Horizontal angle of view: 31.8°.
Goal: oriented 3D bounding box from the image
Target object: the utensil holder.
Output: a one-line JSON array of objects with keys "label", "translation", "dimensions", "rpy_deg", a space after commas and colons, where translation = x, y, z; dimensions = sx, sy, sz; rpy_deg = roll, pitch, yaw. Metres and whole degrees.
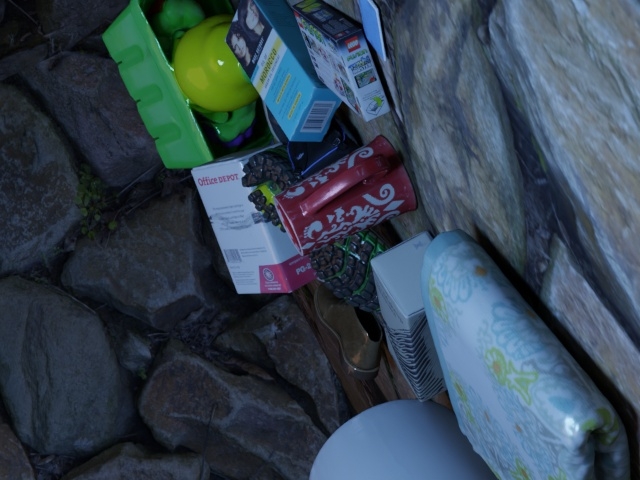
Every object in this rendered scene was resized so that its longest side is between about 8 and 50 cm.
[{"label": "utensil holder", "translation": [0.180, 0.486, 1.785], "dimensions": [0.385, 0.327, 0.327], "rpy_deg": [56, 170, 56]}]

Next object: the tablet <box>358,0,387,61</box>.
[{"label": "tablet", "translation": [0.059, -0.250, 1.287], "dimensions": [0.054, 0.006, 0.083], "rpy_deg": [59, 170, 36]}]

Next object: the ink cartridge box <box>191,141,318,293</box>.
[{"label": "ink cartridge box", "translation": [-0.104, -0.036, 1.908], "dimensions": [0.172, 0.100, 0.237], "rpy_deg": [-5, 109, 55]}]

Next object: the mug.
[{"label": "mug", "translation": [0.026, -0.067, 1.507], "dimensions": [0.113, 0.169, 0.150], "rpy_deg": [58, 171, 39]}]

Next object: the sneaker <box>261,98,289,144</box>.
[{"label": "sneaker", "translation": [-0.042, -0.217, 1.806], "dimensions": [0.222, 0.083, 0.118], "rpy_deg": [63, 168, -18]}]

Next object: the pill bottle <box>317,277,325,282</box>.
[{"label": "pill bottle", "translation": [0.000, 0.000, 1.993], "dimensions": [0.216, 0.121, 0.121], "rpy_deg": [35, 156, 37]}]

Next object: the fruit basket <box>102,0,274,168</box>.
[{"label": "fruit basket", "translation": [-0.193, -0.327, 2.084], "dimensions": [0.392, 0.283, 0.392], "rpy_deg": [16, 122, 27]}]

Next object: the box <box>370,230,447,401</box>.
[{"label": "box", "translation": [0.147, 0.114, 1.591], "dimensions": [0.113, 0.094, 0.275], "rpy_deg": [58, 172, 33]}]

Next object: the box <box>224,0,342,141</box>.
[{"label": "box", "translation": [-0.055, -0.261, 1.654], "dimensions": [0.244, 0.060, 0.100], "rpy_deg": [58, 135, 35]}]

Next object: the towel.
[{"label": "towel", "translation": [0.244, 0.204, 1.287], "dimensions": [0.320, 0.090, 0.374], "rpy_deg": [52, 167, 46]}]

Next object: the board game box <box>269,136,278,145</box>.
[{"label": "board game box", "translation": [-0.037, -0.152, 2.073], "dimensions": [0.136, 0.035, 0.201], "rpy_deg": [63, 165, 5]}]

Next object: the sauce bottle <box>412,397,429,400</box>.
[{"label": "sauce bottle", "translation": [0.240, 0.456, 2.084], "dimensions": [0.344, 0.111, 0.111], "rpy_deg": [58, 171, 29]}]

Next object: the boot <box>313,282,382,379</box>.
[{"label": "boot", "translation": [0.069, 0.161, 2.410], "dimensions": [0.305, 0.112, 0.115], "rpy_deg": [-119, 37, -53]}]

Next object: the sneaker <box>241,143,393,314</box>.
[{"label": "sneaker", "translation": [0.042, -0.031, 1.765], "dimensions": [0.343, 0.146, 0.134], "rpy_deg": [48, 136, 8]}]

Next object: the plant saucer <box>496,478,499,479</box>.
[{"label": "plant saucer", "translation": [0.301, 0.412, 1.458], "dimensions": [0.241, 0.037, 0.241], "rpy_deg": [47, -174, -6]}]

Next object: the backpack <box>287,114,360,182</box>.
[{"label": "backpack", "translation": [0.006, -0.132, 1.687], "dimensions": [0.084, 0.105, 0.114], "rpy_deg": [43, -166, -37]}]

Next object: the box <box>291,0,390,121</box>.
[{"label": "box", "translation": [0.024, -0.236, 1.436], "dimensions": [0.114, 0.036, 0.207], "rpy_deg": [68, 174, -28]}]
